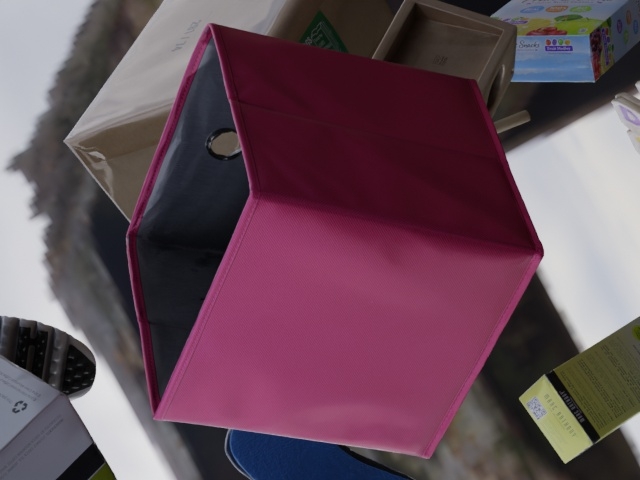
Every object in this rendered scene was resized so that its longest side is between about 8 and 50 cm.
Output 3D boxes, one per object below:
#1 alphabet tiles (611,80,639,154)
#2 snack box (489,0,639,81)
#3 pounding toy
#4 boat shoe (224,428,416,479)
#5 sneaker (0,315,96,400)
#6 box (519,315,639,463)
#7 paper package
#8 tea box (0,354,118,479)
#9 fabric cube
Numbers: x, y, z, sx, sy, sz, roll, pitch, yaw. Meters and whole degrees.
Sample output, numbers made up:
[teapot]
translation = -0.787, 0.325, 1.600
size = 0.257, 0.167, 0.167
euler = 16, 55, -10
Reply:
[alphabet tiles]
translation = 0.478, -0.085, 2.280
size = 0.284, 0.021, 0.278
euler = 34, 169, 37
[snack box]
translation = 0.308, -0.268, 2.410
size = 0.207, 0.175, 0.070
euler = -40, -54, -51
[pounding toy]
translation = 0.137, -0.136, 1.989
size = 0.094, 0.181, 0.206
euler = 87, -153, -56
[boat shoe]
translation = 0.005, 0.275, 2.087
size = 0.258, 0.109, 0.089
euler = 31, 165, -10
[sneaker]
translation = -0.421, 0.129, 2.332
size = 0.292, 0.110, 0.118
euler = 13, -171, -13
[box]
translation = 0.314, 0.135, 1.924
size = 0.232, 0.058, 0.087
euler = -29, -102, -35
[paper package]
translation = -0.098, -0.188, 2.244
size = 0.168, 0.309, 0.325
euler = 54, -139, -24
[tea box]
translation = -0.399, 0.286, 2.129
size = 0.329, 0.220, 0.323
euler = 25, 149, 40
[fabric cube]
translation = 0.000, 0.000, 1.621
size = 0.258, 0.254, 0.259
euler = 10, -144, -20
